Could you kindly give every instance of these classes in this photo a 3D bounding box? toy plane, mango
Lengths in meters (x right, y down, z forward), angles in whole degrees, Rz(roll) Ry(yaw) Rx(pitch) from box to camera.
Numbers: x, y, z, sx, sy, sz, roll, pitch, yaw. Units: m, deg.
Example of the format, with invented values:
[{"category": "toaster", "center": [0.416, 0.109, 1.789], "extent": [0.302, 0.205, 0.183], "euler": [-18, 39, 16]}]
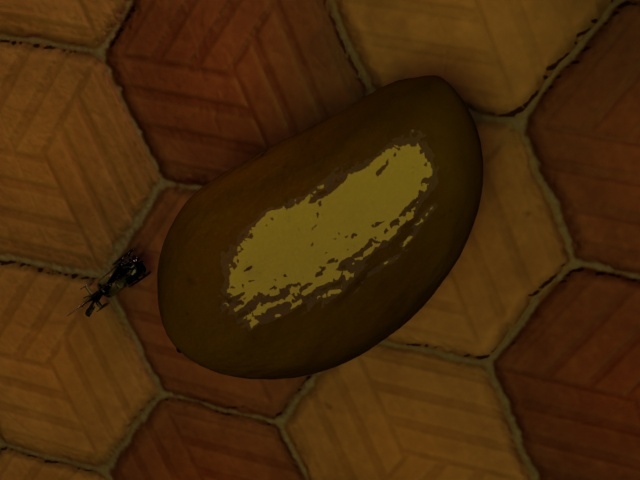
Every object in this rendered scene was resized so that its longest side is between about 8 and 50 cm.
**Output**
[{"category": "toy plane", "center": [-0.206, 0.043, 1.005], "extent": [0.120, 0.049, 0.031], "euler": [-33, 96, 42]}, {"category": "mango", "center": [0.002, 0.008, 0.877], "extent": [0.331, 0.142, 0.195], "euler": [-27, 104, 21]}]
